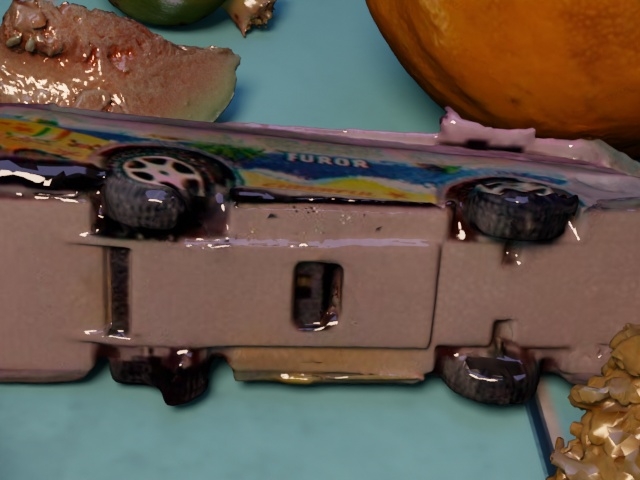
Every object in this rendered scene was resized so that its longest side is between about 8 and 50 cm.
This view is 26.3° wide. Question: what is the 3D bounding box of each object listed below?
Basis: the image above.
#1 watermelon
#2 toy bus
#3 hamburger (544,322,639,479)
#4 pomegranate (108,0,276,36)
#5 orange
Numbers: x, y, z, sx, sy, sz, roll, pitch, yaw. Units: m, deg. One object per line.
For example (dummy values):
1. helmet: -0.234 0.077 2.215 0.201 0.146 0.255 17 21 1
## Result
1. watermelon: -0.114 -0.076 0.746 0.155 0.080 0.101 0 42 -37
2. toy bus: 0.000 0.000 0.627 0.317 0.112 0.138 4 25 -7
3. hamburger: 0.233 0.091 0.506 0.286 0.146 0.243 9 41 -8
4. pomegranate: -0.092 -0.189 0.872 0.130 0.130 0.130 5 35 -3
5. orange: 0.161 -0.156 0.737 0.284 0.226 0.284 -9 -2 0
